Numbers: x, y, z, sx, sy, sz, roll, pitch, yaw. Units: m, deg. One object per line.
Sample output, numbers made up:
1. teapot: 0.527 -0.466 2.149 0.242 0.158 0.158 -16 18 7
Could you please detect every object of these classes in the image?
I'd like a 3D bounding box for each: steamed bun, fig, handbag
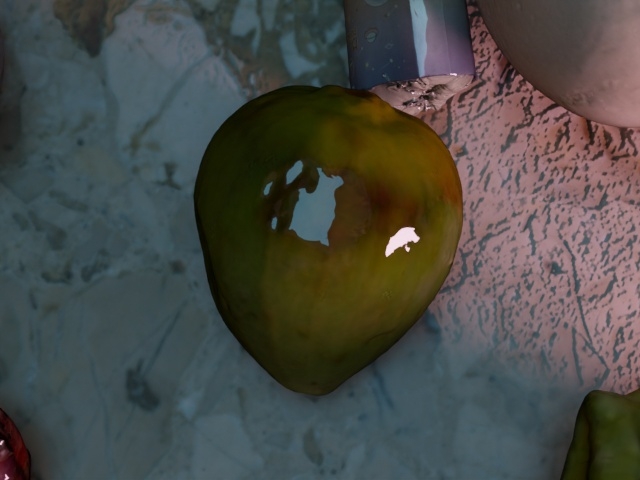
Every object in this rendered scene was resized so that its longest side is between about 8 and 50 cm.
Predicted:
1. steamed bun: 0.222 -0.243 1.413 0.206 0.324 0.324 -2 82 -20
2. fig: -0.001 -0.003 1.449 0.207 0.207 0.230 20 83 4
3. handbag: 0.069 -0.177 1.518 0.095 0.117 0.173 -4 85 -26

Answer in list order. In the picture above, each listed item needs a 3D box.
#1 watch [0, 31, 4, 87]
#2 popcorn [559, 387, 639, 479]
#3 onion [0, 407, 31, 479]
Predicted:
1. watch: -0.379 -0.147 1.516 0.244 0.196 0.231 -23 104 -1
2. popcorn: 0.299 0.236 1.363 0.312 0.312 0.312 0 82 2
3. onion: -0.318 0.172 1.472 0.184 0.184 0.147 -32 40 -2
